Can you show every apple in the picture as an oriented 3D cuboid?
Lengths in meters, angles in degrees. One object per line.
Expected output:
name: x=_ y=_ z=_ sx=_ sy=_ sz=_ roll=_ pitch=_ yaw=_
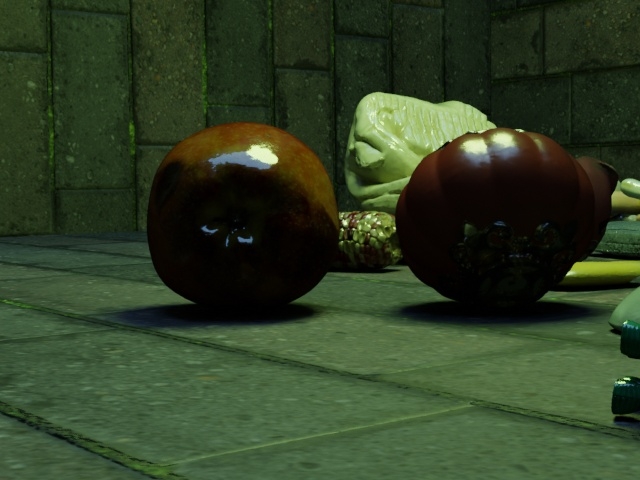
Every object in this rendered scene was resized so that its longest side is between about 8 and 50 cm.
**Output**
apple: x=-0.086 y=-0.025 z=1.233 sx=0.230 sy=0.230 sz=0.230 roll=-1 pitch=3 yaw=0

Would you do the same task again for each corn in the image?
corn: x=0.000 y=0.000 z=1.786 sx=0.290 sy=0.098 sz=0.098 roll=1 pitch=4 yaw=30

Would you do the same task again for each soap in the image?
soap: x=0.365 y=0.045 z=1.452 sx=0.169 sy=0.033 sz=0.089 roll=-2 pitch=6 yaw=-20

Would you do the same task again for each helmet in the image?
helmet: x=0.331 y=-0.021 z=1.623 sx=0.253 sy=0.154 sz=0.198 roll=8 pitch=-38 yaw=-19

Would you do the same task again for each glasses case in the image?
glasses case: x=0.568 y=-0.001 z=1.920 sx=0.109 sy=0.067 sz=0.282 roll=-5 pitch=7 yaw=-24

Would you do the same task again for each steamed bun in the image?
steamed bun: x=0.207 y=-0.082 z=1.978 sx=0.394 sy=0.237 sz=0.346 roll=31 pitch=40 yaw=9

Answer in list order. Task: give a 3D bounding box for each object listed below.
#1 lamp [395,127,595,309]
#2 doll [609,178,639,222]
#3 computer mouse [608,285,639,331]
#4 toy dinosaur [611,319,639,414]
lamp: x=0.194 y=-0.030 z=1.235 sx=0.227 sy=0.226 sz=0.227 roll=-1 pitch=3 yaw=0
doll: x=0.688 y=-0.046 z=2.031 sx=0.423 sy=0.161 sz=0.348 roll=10 pitch=-9 yaw=29
computer mouse: x=0.365 y=0.059 z=1.032 sx=0.182 sy=0.056 sz=0.089 roll=0 pitch=8 yaw=0
toy dinosaur: x=0.230 y=0.083 z=0.665 sx=0.096 sy=0.059 sz=0.132 roll=6 pitch=-3 yaw=20
